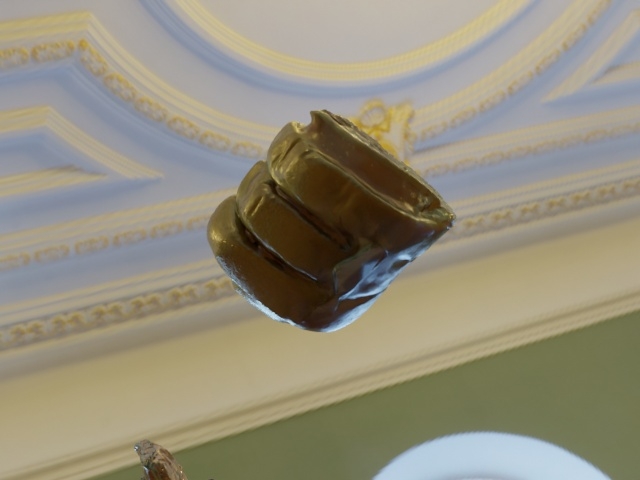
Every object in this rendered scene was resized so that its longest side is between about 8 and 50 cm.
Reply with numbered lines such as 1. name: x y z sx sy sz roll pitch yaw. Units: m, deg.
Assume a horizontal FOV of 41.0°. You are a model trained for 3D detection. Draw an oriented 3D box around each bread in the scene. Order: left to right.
1. bread: 0.000 0.000 1.304 0.341 0.210 0.301 -42 -58 18

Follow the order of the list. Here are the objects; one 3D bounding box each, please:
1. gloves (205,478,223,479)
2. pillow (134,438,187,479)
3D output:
1. gloves: -0.169 0.351 1.174 0.086 0.026 0.064 -38 -19 31
2. pillow: -0.119 0.295 0.776 0.043 0.126 0.232 -17 -90 -11
